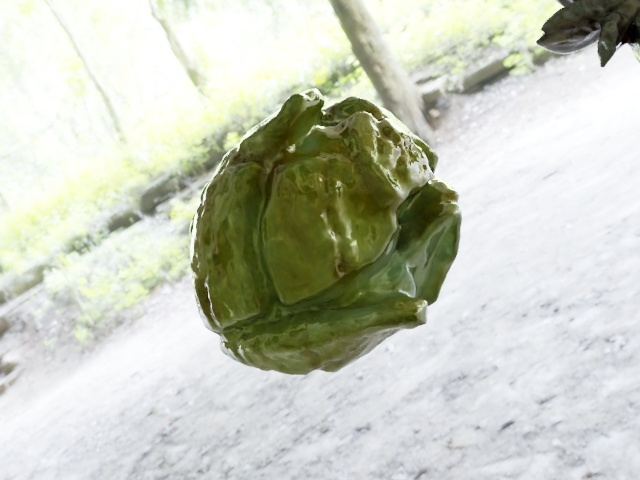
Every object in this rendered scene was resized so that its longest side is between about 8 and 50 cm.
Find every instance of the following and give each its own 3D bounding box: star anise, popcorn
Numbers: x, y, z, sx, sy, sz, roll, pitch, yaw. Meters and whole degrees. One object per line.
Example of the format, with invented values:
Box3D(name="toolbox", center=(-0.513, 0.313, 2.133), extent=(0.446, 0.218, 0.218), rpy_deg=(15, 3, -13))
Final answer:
Box3D(name="star anise", center=(0.357, -0.273, 0.904), extent=(0.229, 0.236, 0.093), rpy_deg=(-48, -24, -8))
Box3D(name="popcorn", center=(-0.003, -0.004, 0.743), extent=(0.276, 0.225, 0.276), rpy_deg=(-26, -3, -1))
